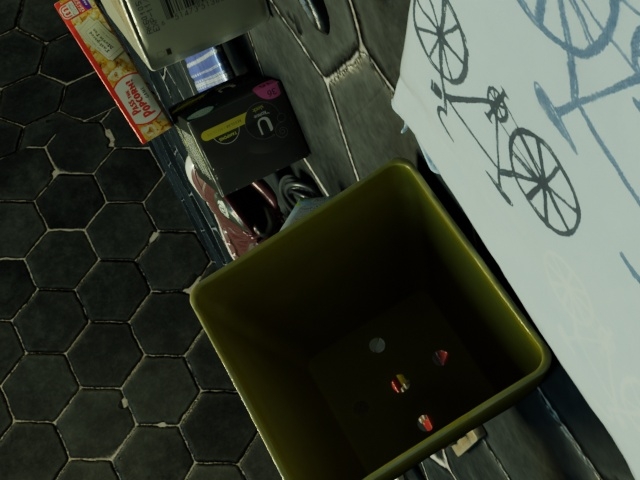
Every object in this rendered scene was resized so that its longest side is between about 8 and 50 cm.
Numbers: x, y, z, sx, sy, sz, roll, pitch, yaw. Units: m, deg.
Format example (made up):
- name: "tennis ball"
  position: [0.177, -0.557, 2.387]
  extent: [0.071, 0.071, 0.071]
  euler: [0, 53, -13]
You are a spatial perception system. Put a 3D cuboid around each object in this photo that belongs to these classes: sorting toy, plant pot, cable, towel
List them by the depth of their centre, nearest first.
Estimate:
- name: "plant pot"
  position: [0.053, 0.100, 0.774]
  extent: [0.212, 0.212, 0.187]
  euler: [58, -179, 28]
- name: "sorting toy"
  position: [0.121, 0.177, 1.013]
  extent: [0.132, 0.046, 0.274]
  euler: [60, 168, 18]
- name: "cable"
  position: [0.000, 0.000, 1.192]
  extent: [0.150, 0.047, 0.184]
  euler: [100, 147, -65]
- name: "towel"
  position: [-0.175, -0.255, 1.408]
  extent: [0.335, 0.040, 0.243]
  euler: [66, 168, -12]

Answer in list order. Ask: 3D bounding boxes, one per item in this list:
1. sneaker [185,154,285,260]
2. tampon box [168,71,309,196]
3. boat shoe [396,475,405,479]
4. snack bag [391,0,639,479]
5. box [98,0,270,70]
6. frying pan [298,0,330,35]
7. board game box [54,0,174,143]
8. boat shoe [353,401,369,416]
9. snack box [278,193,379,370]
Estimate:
- name: "sneaker"
  position: [-0.086, -0.011, 1.313]
  extent: [0.281, 0.106, 0.162]
  euler: [53, 173, -31]
- name: "tampon box"
  position: [-0.106, -0.136, 1.137]
  extent: [0.101, 0.121, 0.161]
  euler: [67, 169, -20]
- name: "boat shoe"
  position: [0.092, 0.329, 1.468]
  extent: [0.077, 0.070, 0.219]
  euler: [-50, 49, 30]
- name: "snack bag"
  position: [0.136, -0.038, 0.448]
  extent: [0.323, 0.037, 0.342]
  euler: [60, 168, 21]
- name: "box"
  position: [-0.188, -0.320, 1.031]
  extent: [0.311, 0.148, 0.121]
  euler: [48, 162, 50]
- name: "frying pan"
  position: [-0.060, -0.324, 0.643]
  extent: [0.326, 0.053, 0.197]
  euler: [58, 170, 23]
- name: "board game box"
  position: [-0.255, -0.217, 1.158]
  extent: [0.193, 0.045, 0.147]
  euler: [59, 177, -10]
- name: "boat shoe"
  position: [-0.009, 0.136, 1.317]
  extent: [0.089, 0.105, 0.285]
  euler: [5, 126, 58]
- name: "snack box"
  position: [-0.002, 0.076, 0.987]
  extent: [0.207, 0.070, 0.174]
  euler: [-63, -40, -49]
